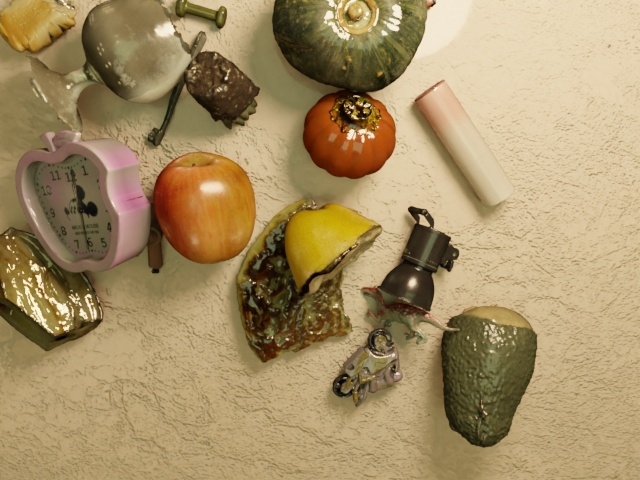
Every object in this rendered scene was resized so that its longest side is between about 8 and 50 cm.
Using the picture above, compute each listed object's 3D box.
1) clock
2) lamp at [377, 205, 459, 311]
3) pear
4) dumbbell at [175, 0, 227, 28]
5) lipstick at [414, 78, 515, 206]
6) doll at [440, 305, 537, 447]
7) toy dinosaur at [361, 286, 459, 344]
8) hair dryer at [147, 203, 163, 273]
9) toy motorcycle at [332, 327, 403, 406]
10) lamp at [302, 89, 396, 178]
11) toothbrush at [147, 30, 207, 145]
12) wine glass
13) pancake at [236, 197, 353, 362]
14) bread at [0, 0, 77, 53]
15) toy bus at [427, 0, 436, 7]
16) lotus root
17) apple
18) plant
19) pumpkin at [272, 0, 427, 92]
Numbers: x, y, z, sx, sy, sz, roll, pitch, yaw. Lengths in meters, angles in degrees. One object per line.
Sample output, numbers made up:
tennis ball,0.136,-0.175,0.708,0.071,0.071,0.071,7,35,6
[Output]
clock,-0.539,-0.093,1.264,0.339,0.102,0.338,10,112,26
lamp,0.263,0.050,1.409,0.172,0.147,0.227,24,91,-21
pear,0.001,0.000,1.313,0.267,0.267,0.178,-45,78,5
dumbbell,-0.279,-0.536,1.297,0.118,0.046,0.052,13,105,-6
lipstick,0.359,-0.238,1.373,0.087,0.087,0.326,-36,101,4
doll,0.421,0.342,1.420,0.248,0.247,0.349,11,80,-5
toy dinosaur,0.229,0.192,1.421,0.242,0.053,0.167,-4,111,37
hair dryer,-0.414,0.007,1.379,0.064,0.117,0.181,6,125,-6
toy motorcycle,0.144,0.349,1.482,0.152,0.073,0.225,35,96,-12
lamp,0.068,-0.250,1.298,0.223,0.196,0.223,4,62,-7
toothbrush,-0.344,-0.366,1.335,0.031,0.030,0.297,28,99,2
wine glass,-0.455,-0.396,1.226,0.323,0.238,0.237,-27,101,-1
pancake,-0.065,0.101,1.436,0.305,0.067,0.426,-3,100,-11
bread,-0.643,-0.506,1.260,0.177,0.084,0.119,-36,99,4
toy bus,0.202,-0.614,1.299,0.077,0.079,0.174,-31,101,12
lotus root,-0.698,0.126,1.363,0.210,0.142,0.314,-39,98,-34
apple,-0.271,-0.074,1.294,0.242,0.242,0.240,-4,116,-3
plant,-0.223,-0.346,1.273,0.129,0.194,0.132,-43,75,3
pumpkin,0.061,-0.481,1.221,0.328,0.257,0.291,25,89,-1
